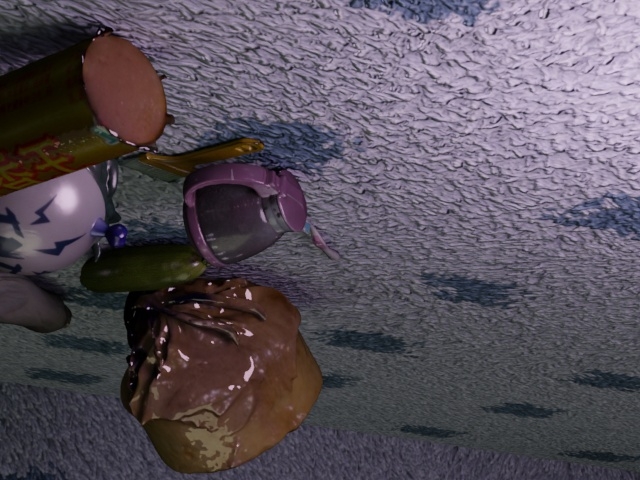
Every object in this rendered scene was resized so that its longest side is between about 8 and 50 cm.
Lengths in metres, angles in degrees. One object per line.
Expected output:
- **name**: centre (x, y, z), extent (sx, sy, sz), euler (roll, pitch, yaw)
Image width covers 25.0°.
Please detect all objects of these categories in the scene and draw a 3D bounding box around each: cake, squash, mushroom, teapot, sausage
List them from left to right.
- **sausage**: centre (-0.313, -0.112, 1.466), extent (0.317, 0.117, 0.125), euler (-16, 125, 28)
- **mushroom**: centre (-0.522, 0.108, 2.491), extent (0.109, 0.097, 0.351), euler (1, 167, 19)
- **squash**: centre (-0.279, 0.042, 2.206), extent (0.318, 0.071, 0.080), euler (-10, -157, 39)
- **cake**: centre (-0.195, 0.170, 2.346), extent (0.332, 0.332, 0.321), euler (-5, 124, 35)
- **teapot**: centre (-0.094, -0.048, 1.778), extent (0.146, 0.116, 0.148), euler (-14, 117, 21)

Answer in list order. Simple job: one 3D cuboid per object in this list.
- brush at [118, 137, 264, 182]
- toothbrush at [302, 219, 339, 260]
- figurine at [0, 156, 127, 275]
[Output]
- **brush**: centre (-0.149, -0.100, 1.747), extent (0.082, 0.010, 0.218), euler (20, 158, -41)
- **toothbrush**: centre (0.000, 0.000, 2.043), extent (0.017, 0.022, 0.204), euler (5, 168, 15)
- **figurine**: centre (-0.414, -0.056, 1.671), extent (0.382, 0.186, 0.261), euler (4, 151, -9)
